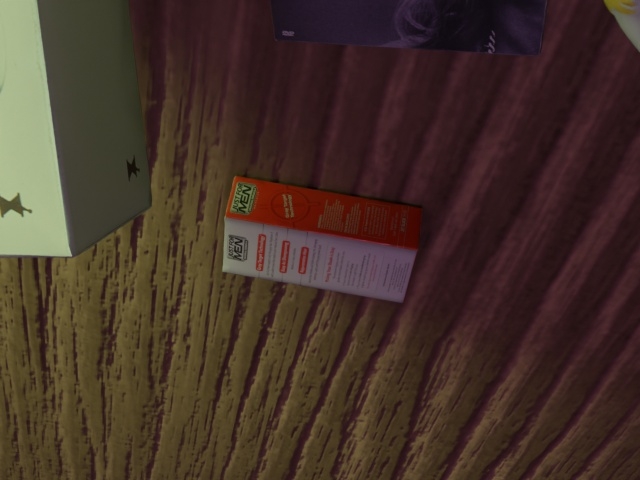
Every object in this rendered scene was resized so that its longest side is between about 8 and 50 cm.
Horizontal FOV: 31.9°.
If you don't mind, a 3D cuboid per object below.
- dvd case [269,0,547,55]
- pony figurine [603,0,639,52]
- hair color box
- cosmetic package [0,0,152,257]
[{"bbox_3d":[0.046,-0.189,0.602,0.164,0.018,0.221,5,142,8],"label":"dvd case"},{"bbox_3d":[0.310,-0.079,0.516,0.351,0.303,0.363,18,162,50],"label":"pony figurine"},{"bbox_3d":[0.000,0.000,0.834,0.141,0.043,0.072,10,142,0],"label":"hair color box"},{"bbox_3d":[-0.236,-0.181,0.465,0.284,0.097,0.377,-2,106,13],"label":"cosmetic package"}]
